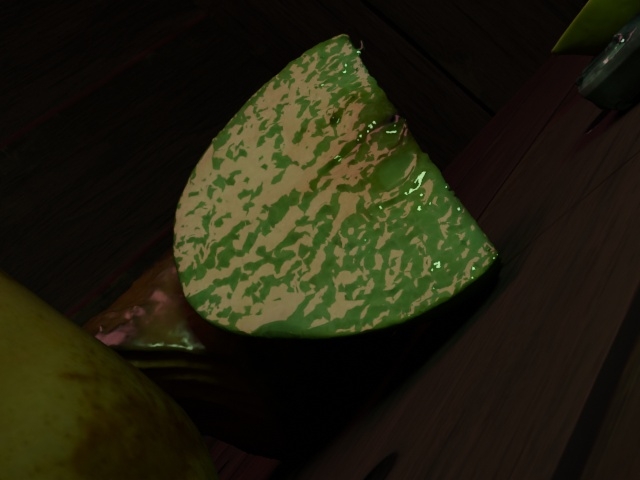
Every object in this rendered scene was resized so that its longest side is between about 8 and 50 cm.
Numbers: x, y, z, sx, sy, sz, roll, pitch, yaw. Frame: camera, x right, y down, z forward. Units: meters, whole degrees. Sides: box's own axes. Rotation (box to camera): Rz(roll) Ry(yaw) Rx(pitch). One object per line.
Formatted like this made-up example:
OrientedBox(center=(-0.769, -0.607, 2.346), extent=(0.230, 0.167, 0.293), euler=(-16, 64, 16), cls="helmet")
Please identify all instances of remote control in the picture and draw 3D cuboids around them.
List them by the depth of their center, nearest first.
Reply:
OrientedBox(center=(0.289, -0.182, 0.745), extent=(0.104, 0.052, 0.247), euler=(-47, -2, -26), cls="remote control")

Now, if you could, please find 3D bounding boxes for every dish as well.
OrientedBox(center=(0.367, -0.282, 1.117), extent=(0.208, 0.080, 0.149), euler=(-50, -5, 3), cls="dish")

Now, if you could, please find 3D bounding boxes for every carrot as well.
OrientedBox(center=(-0.078, 0.096, 0.936), extent=(0.341, 0.241, 0.241), euler=(-45, -2, -29), cls="carrot")

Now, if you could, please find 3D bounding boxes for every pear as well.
OrientedBox(center=(0.000, -0.001, 0.798), extent=(0.239, 0.288, 0.139), euler=(-29, -36, 0), cls="pear")

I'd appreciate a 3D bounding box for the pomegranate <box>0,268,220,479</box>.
OrientedBox(center=(-0.254, 0.197, 0.506), extent=(0.417, 0.416, 0.416), euler=(-48, -1, -1), cls="pomegranate")
